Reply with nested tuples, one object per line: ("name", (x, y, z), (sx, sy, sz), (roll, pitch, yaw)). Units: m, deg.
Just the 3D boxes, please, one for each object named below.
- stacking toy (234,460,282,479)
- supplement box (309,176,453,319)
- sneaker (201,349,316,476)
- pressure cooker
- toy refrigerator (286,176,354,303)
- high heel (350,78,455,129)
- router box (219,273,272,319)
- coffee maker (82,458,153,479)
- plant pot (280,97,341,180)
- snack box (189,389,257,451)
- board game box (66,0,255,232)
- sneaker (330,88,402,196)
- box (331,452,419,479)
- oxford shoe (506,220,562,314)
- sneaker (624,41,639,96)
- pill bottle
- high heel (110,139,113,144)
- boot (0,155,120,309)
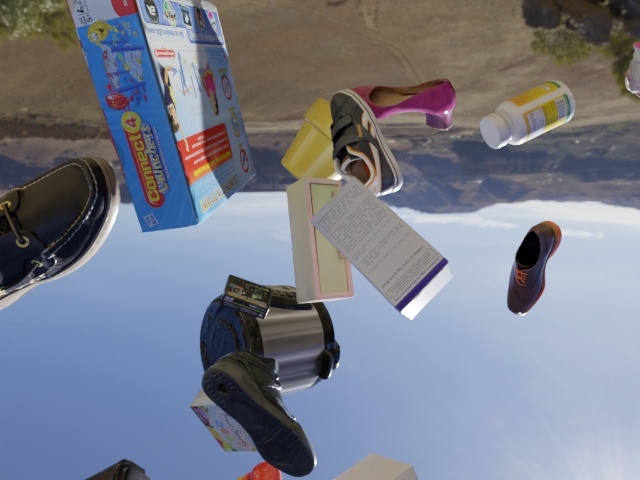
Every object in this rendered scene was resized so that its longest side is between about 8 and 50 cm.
("stacking toy", (-0.223, 0.740, 1.414), (0.141, 0.330, 0.141), (29, -148, -20))
("supplement box", (0.103, 0.013, 0.831), (0.220, 0.114, 0.111), (44, -178, 24))
("sneaker", (-0.080, 0.268, 0.803), (0.227, 0.087, 0.130), (45, -160, 2))
("pressure cooker", (-0.156, 0.343, 1.687), (0.421, 0.369, 0.375), (1, 150, -39))
("toy refrigerator", (0.000, 0.000, 1.104), (0.102, 0.269, 0.094), (1, 169, -32))
("high heel", (0.239, -0.465, 1.526), (0.378, 0.127, 0.181), (18, 155, 24))
("router box", (-0.190, 0.144, 1.266), (0.123, 0.038, 0.092), (21, -154, -11))
("coffee maker", (-0.395, 0.464, 0.840), (0.178, 0.120, 0.171), (-29, 149, 9))
("plant pot", (0.010, -0.285, 1.591), (0.254, 0.239, 0.254), (42, -175, -4))
("snack box", (-0.253, 0.525, 1.442), (0.175, 0.207, 0.070), (-13, -152, 28))
("board game box", (-0.209, -0.204, 0.746), (0.086, 0.301, 0.308), (-8, -161, 11))
("sneaker", (0.088, -0.258, 1.294), (0.128, 0.321, 0.126), (-20, 163, -28))
("box", (0.203, 0.808, 1.372), (0.168, 0.345, 0.215), (-22, 179, -29))
("oxford shoe", (0.526, 0.079, 1.273), (0.099, 0.271, 0.097), (-12, -150, -37))
("sneaker", (0.736, -0.377, 1.095), (0.252, 0.111, 0.103), (-20, -143, -42))
("pill bottle", (0.524, -0.317, 1.261), (0.209, 0.117, 0.117), (-26, -169, -5))
("high heel", (-0.344, -0.197, 1.128), (0.244, 0.117, 0.082), (-9, -143, -25))
("boot", (-0.485, 0.000, 0.650), (0.378, 0.138, 0.284), (-29, 169, 18))
